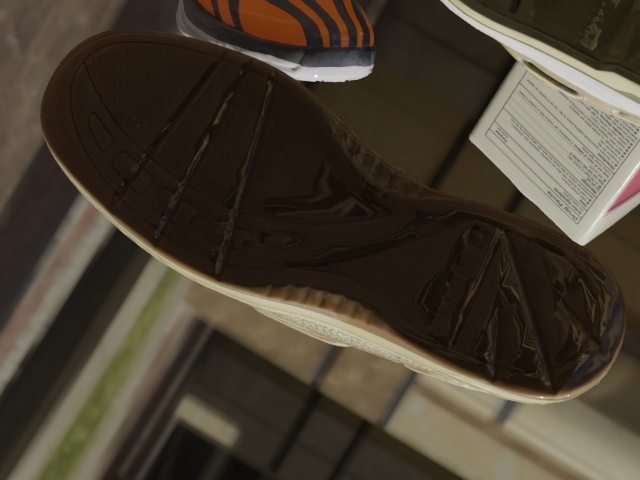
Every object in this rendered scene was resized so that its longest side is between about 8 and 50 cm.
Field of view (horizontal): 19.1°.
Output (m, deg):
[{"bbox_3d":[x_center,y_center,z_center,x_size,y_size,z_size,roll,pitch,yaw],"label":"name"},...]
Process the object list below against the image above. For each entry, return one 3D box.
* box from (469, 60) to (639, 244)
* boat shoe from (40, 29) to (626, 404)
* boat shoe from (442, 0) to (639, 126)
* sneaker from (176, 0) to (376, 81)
[{"bbox_3d":[0.261,-0.136,1.676,0.127,0.148,0.232,-32,162,-40],"label":"box"},{"bbox_3d":[0.000,0.000,1.049,0.122,0.341,0.110,-59,172,-12],"label":"boat shoe"},{"bbox_3d":[0.176,-0.162,1.406,0.113,0.302,0.103,-49,166,-16],"label":"boat shoe"},{"bbox_3d":[-0.046,-0.245,1.392,0.321,0.124,0.180,47,-49,48],"label":"sneaker"}]
